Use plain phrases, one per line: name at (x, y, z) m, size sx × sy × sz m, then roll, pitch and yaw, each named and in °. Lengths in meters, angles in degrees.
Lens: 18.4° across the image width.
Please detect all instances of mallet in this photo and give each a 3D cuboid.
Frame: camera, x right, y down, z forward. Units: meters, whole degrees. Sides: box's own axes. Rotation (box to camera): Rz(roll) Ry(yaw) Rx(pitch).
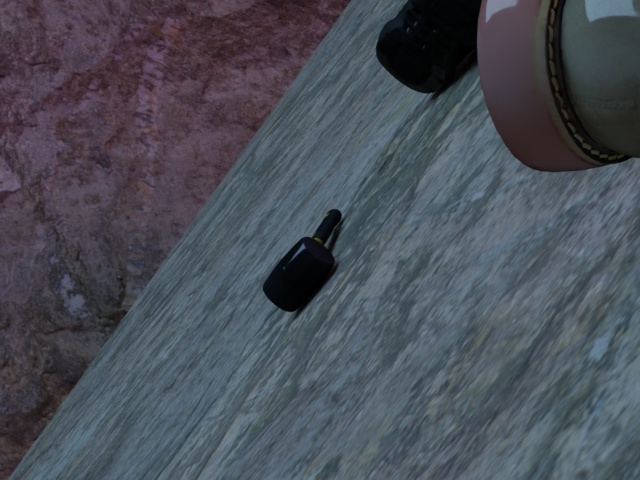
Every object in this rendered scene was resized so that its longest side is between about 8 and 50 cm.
mallet at (0.000, 0.000, 1.734) m, size 0.062 × 0.039 × 0.189 m, roll -49°, pitch 4°, yaw 27°

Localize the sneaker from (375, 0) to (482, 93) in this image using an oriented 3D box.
sneaker at (0.129, -0.223, 1.765) m, size 0.106 × 0.101 × 0.267 m, roll -52°, pitch 7°, yaw -22°

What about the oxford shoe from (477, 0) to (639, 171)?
oxford shoe at (0.230, -0.159, 0.866) m, size 0.147 × 0.140 × 0.397 m, roll 4°, pitch 43°, yaw 43°
